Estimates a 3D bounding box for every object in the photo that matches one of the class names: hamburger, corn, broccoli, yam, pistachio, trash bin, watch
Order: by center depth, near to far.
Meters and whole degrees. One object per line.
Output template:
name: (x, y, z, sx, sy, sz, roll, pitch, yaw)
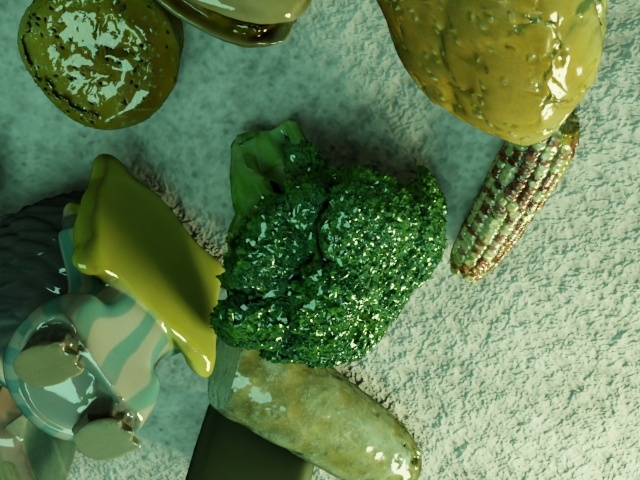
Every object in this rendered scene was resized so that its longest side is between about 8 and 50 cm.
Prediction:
hamburger: (0.150, -0.223, 0.973, 0.259, 0.145, 0.283, 28, 161, 37)
pistachio: (-0.107, -0.284, 1.071, 0.206, 0.131, 0.129, 30, 163, -15)
hamburger: (-0.240, -0.217, 1.123, 0.177, 0.113, 0.186, -2, 119, 10)
broccoli: (0.000, 0.000, 1.150, 0.307, 0.275, 0.308, -19, 156, -9)
corn: (0.213, -0.050, 1.176, 0.079, 0.079, 0.237, 25, 121, -6)
yam: (-0.007, 0.223, 1.331, 0.330, 0.133, 0.133, 36, 117, -16)
trash bin: (-0.103, 0.337, 1.336, 0.164, 0.240, 0.122, 18, 118, -1)
watch: (-0.467, 0.273, 1.395, 0.241, 0.162, 0.253, -1, 126, 10)

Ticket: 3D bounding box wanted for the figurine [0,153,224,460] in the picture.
figurine: (-0.332, 0.123, 1.181, 0.377, 0.361, 0.266, -25, 112, 22)
